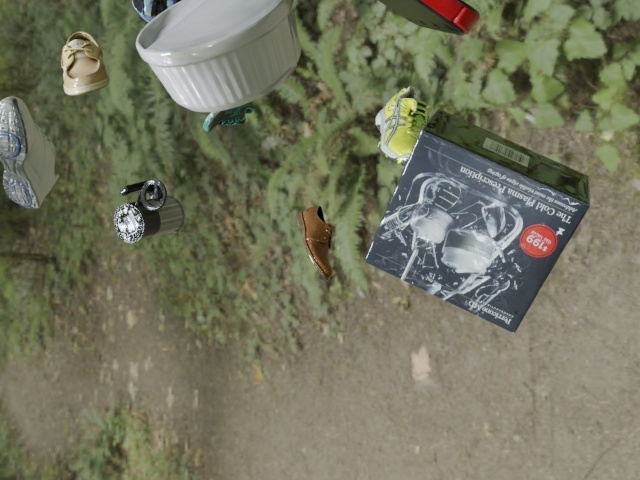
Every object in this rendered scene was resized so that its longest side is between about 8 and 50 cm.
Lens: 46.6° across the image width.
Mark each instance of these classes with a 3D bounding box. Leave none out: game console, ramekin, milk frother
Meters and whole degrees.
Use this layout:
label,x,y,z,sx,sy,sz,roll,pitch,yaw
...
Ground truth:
label,x,y,z,sx,sy,sz,roll,pitch,yaw
game console,0.156,-0.571,1.641,0.060,0.342,0.386,-58,20,11
ramekin,-0.157,-0.323,1.233,0.273,0.272,0.127,-121,8,-53
milk frother,-0.343,-0.069,1.577,0.143,0.134,0.129,-4,99,29

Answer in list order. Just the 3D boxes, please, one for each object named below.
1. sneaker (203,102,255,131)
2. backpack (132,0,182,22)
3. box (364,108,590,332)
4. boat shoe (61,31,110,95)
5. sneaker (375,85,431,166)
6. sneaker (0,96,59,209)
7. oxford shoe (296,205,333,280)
label,x,y,z,sx,sy,sz,roll,pitch,yaw
sneaker,-0.223,-0.314,1.854,0.166,0.076,0.065,-49,12,-32
backpack,-0.404,-0.627,1.900,0.117,0.158,0.173,113,155,-71
box,0.314,-0.041,1.503,0.313,0.343,0.179,-69,-9,29
boat shoe,-0.321,-0.240,0.995,0.170,0.063,0.059,-127,23,-57
sneaker,0.248,-0.324,2.116,0.147,0.145,0.385,-59,25,28
sneaker,-0.674,-0.212,1.697,0.297,0.111,0.129,101,-168,-47
oxford shoe,0.000,0.000,1.868,0.076,0.076,0.212,-25,61,13
